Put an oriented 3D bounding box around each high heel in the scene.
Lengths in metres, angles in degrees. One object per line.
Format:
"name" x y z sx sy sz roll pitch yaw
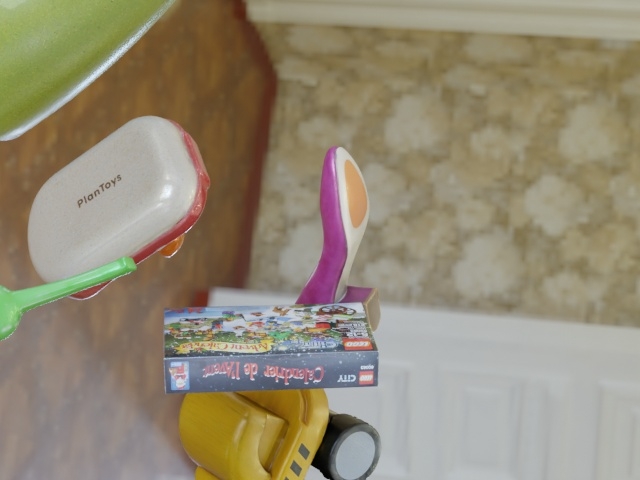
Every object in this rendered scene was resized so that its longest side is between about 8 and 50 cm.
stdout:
"high heel" 0.000 0.000 1.849 0.082 0.117 0.244 -54 140 -49

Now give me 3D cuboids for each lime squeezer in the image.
"lime squeezer" -0.331 0.086 1.493 0.059 0.310 0.110 59 17 5

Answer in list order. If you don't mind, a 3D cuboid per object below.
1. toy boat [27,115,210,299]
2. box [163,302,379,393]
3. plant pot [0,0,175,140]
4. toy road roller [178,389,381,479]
"toy boat" -0.209 -0.022 1.729 0.151 0.231 0.151 36 26 -52
"box" -0.059 0.118 1.743 0.159 0.233 0.044 -109 -161 -72
"plant pot" -0.304 -0.300 1.820 0.275 0.293 0.275 52 24 -35
"toy road roller" -0.099 0.327 2.144 0.240 0.202 0.329 27 87 -41
